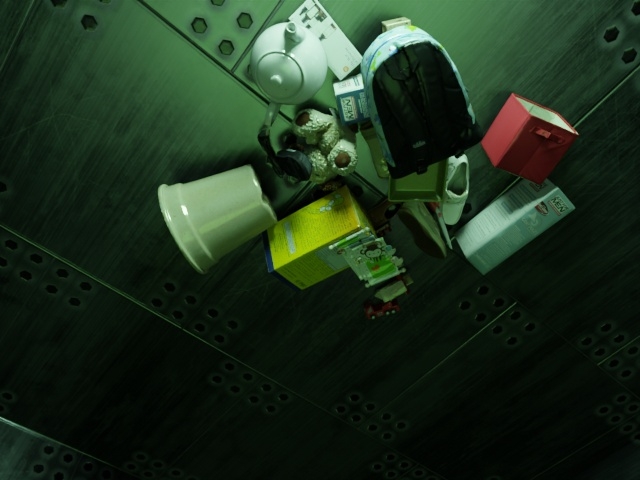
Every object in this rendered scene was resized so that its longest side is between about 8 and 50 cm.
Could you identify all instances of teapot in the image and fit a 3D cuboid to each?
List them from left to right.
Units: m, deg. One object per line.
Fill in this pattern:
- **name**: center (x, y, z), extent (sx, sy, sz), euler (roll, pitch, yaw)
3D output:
- **teapot**: center (-0.108, -0.499, 1.417), extent (0.253, 0.187, 0.256), euler (-13, 127, 28)

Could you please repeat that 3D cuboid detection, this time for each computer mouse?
- **computer mouse**: center (-0.111, -0.288, 1.557), extent (0.060, 0.262, 0.184), euler (-37, 115, -17)

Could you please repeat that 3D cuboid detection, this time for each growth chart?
- **growth chart**: center (0.162, 0.057, 1.575), extent (0.172, 0.021, 0.237), euler (-32, 118, 19)

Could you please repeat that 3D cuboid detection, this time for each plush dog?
- **plush dog**: center (0.015, -0.292, 1.594), extent (0.262, 0.211, 0.225), euler (46, 128, 8)

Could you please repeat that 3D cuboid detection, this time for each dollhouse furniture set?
- **dollhouse furniture set**: center (0.257, 0.083, 1.753), extent (0.135, 0.262, 0.259), euler (-31, 83, 15)

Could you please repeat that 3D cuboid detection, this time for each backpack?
- **backpack**: center (0.248, -0.390, 1.297), extent (0.290, 0.273, 0.355), euler (-25, 141, 15)

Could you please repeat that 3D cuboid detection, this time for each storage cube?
- **storage cube**: center (0.668, -0.328, 1.546), extent (0.184, 0.215, 0.193), euler (18, 124, -12)

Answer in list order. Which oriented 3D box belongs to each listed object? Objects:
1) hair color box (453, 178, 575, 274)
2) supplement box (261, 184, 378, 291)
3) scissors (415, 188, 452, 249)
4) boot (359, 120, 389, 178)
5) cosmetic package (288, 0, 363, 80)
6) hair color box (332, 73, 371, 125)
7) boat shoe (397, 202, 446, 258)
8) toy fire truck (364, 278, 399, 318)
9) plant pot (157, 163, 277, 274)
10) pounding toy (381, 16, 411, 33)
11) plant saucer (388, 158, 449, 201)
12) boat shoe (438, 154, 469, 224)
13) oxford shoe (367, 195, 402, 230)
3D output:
- **hair color box**: center (0.676, -0.066, 1.701), extent (0.114, 0.185, 0.374), euler (41, 111, -20)
- **supplement box**: center (0.000, 0.000, 1.683), extent (0.357, 0.195, 0.194), euler (-27, 142, 15)
- **scissors**: center (0.423, -0.113, 1.708), extent (0.021, 0.109, 0.297), euler (-15, 116, 50)
- **boot**: center (0.280, -0.344, 1.595), extent (0.262, 0.095, 0.203), euler (-20, 116, 15)
- **cosmetic package**: center (0.019, -0.615, 1.456), extent (0.099, 0.060, 0.239), euler (-38, 113, 19)
- **hair color box**: center (0.219, -0.467, 1.477), extent (0.347, 0.174, 0.105), euler (-12, 121, 6)
- **boat shoe**: center (0.390, -0.046, 1.749), extent (0.302, 0.109, 0.098), euler (47, 64, -32)
- **toy fire truck**: center (0.261, 0.238, 1.943), extent (0.192, 0.047, 0.135), euler (-18, 118, 10)
- **plant pot**: center (-0.326, -0.100, 1.616), extent (0.306, 0.334, 0.333), euler (-25, 117, 0)
- **pounding toy**: center (0.249, -0.589, 1.427), extent (0.100, 0.141, 0.130), euler (-11, 119, 5)
- **plant saucer**: center (0.321, -0.220, 1.585), extent (0.188, 0.045, 0.188), euler (1, 126, 6)
- **boat shoe**: center (0.473, -0.168, 1.691), extent (0.098, 0.096, 0.277), euler (-3, 119, 0)
- **oxford shoe**: center (0.215, -0.083, 1.748), extent (0.076, 0.076, 0.212), euler (35, 115, -20)
